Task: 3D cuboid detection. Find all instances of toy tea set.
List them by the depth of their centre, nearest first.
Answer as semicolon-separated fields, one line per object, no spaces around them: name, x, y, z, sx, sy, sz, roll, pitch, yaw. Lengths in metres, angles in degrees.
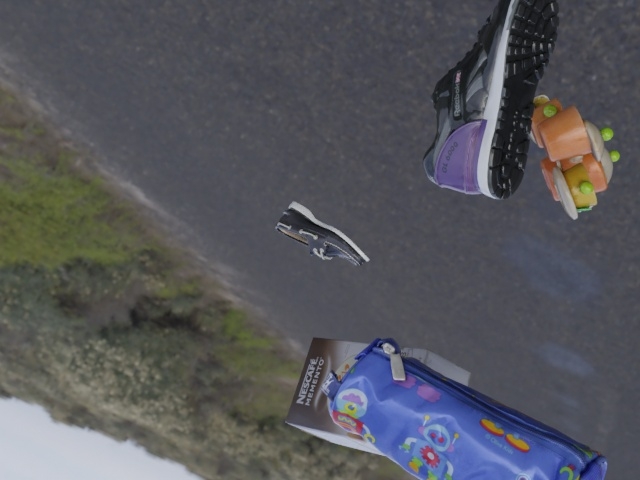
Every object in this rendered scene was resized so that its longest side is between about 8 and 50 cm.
toy tea set;0.405;-0.146;1.481;0.336;0.124;0.200;-68;-44;-76

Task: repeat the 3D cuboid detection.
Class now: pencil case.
pencil case;0.154;0.212;1.031;0.306;0.119;0.133;28;134;24

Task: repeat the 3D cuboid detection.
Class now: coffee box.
coffee box;0.076;0.225;1.351;0.098;0.141;0.246;30;161;-34

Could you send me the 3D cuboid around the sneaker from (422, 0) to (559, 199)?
sneaker;0.189;-0.197;1.132;0.124;0.283;0.107;14;178;39

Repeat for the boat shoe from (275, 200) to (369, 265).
boat shoe;0.000;0.000;1.028;0.125;0.038;0.046;34;169;35
